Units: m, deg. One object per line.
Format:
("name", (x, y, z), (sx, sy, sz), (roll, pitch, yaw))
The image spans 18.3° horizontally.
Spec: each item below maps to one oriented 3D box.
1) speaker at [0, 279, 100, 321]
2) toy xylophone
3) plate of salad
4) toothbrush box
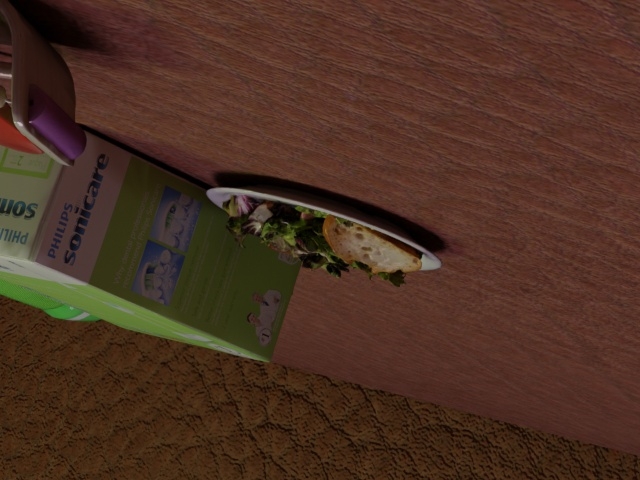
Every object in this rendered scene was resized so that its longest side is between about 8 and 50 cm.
("speaker", (-0.314, -0.018, 1.860), (0.296, 0.131, 0.131), (24, 169, -38))
("toy xylophone", (-0.292, -0.117, 1.277), (0.323, 0.081, 0.236), (10, 171, 19))
("plate of salad", (0.000, 0.000, 1.607), (0.200, 0.048, 0.200), (16, 172, 2))
("toothbrush box", (-0.186, -0.002, 1.711), (0.206, 0.122, 0.283), (9, 169, 46))
